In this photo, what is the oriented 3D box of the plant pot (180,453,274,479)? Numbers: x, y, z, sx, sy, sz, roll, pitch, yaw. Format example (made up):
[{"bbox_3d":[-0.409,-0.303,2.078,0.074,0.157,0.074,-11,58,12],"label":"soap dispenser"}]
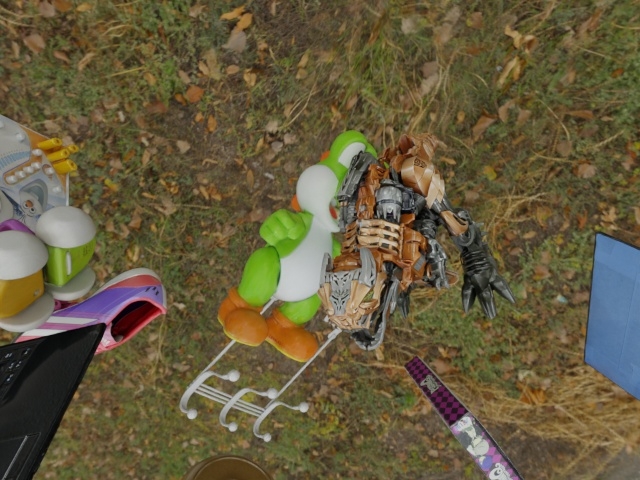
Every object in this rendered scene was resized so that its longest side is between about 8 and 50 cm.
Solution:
[{"bbox_3d":[-0.183,0.541,0.854,0.237,0.236,0.032,21,109,-6],"label":"plant pot"}]

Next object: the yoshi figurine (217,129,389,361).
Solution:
[{"bbox_3d":[0.011,0.004,0.616,0.203,0.203,0.362,27,86,4],"label":"yoshi figurine"}]

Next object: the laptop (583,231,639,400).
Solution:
[{"bbox_3d":[0.488,0.265,0.546,0.237,0.407,0.381,3,138,33],"label":"laptop"}]

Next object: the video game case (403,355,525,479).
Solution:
[{"bbox_3d":[0.241,0.314,0.672,0.042,0.232,0.210,-38,96,-2],"label":"video game case"}]

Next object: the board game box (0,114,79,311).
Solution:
[{"bbox_3d":[-0.580,-0.068,0.694,0.051,0.390,0.389,-13,75,13],"label":"board game box"}]

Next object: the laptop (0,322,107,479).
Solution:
[{"bbox_3d":[-0.323,0.125,0.248,0.265,0.234,0.136,-14,126,7],"label":"laptop"}]

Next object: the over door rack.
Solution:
[{"bbox_3d":[-0.096,0.256,0.856,0.324,0.108,0.239,-54,131,-9],"label":"over door rack"}]

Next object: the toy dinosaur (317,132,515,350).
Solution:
[{"bbox_3d":[0.102,-0.021,0.446,0.164,0.322,0.218,9,141,51],"label":"toy dinosaur"}]

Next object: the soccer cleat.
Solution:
[{"bbox_3d":[-0.436,0.174,0.763,0.318,0.116,0.108,-34,133,-15],"label":"soccer cleat"}]

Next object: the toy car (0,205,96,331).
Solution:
[{"bbox_3d":[-0.423,0.026,0.593,0.136,0.182,0.159,27,125,7],"label":"toy car"}]
